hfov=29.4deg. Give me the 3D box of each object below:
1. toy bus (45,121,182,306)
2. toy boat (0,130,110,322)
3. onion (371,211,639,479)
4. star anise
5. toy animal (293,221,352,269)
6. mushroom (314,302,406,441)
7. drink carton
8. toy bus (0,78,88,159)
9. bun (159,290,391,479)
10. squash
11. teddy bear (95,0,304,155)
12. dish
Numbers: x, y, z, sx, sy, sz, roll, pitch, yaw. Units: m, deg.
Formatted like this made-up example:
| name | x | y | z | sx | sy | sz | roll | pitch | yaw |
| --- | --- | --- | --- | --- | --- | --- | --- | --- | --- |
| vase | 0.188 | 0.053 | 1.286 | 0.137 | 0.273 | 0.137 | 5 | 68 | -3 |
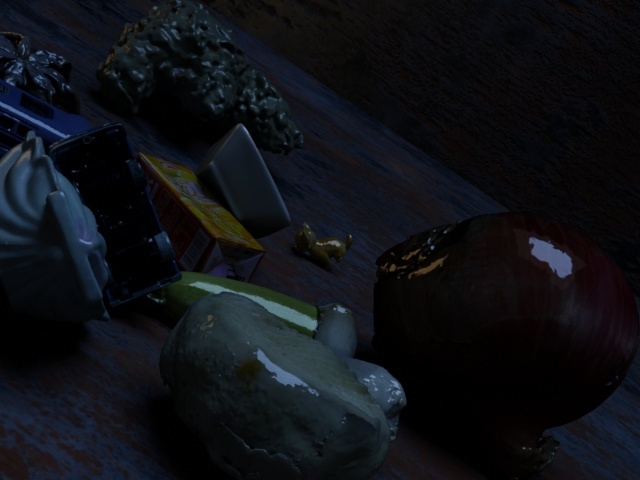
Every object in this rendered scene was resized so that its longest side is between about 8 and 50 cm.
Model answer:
| name | x | y | z | sx | sy | sz | roll | pitch | yaw |
| --- | --- | --- | --- | --- | --- | --- | --- | --- | --- |
| toy bus | -0.225 | -0.035 | 1.309 | 0.106 | 0.090 | 0.185 | -139 | -151 | -69 |
| toy boat | -0.270 | 0.001 | 1.165 | 0.199 | 0.100 | 0.290 | 68 | -16 | -10 |
| onion | 0.236 | 0.104 | 1.586 | 0.353 | 0.354 | 0.354 | 30 | 15 | -9 |
| star anise | -0.451 | -0.255 | 1.761 | 0.262 | 0.081 | 0.230 | 43 | 28 | 25 |
| toy animal | 0.000 | 0.000 | 1.887 | 0.083 | 0.081 | 0.060 | 48 | 11 | -23 |
| mushroom | 0.024 | 0.155 | 1.402 | 0.099 | 0.096 | 0.278 | 28 | 11 | -20 |
| drink carton | -0.173 | -0.026 | 1.614 | 0.096 | 0.071 | 0.223 | 16 | 21 | -46 |
| toy bus | -0.359 | -0.109 | 1.374 | 0.292 | 0.133 | 0.125 | 27 | 15 | -19 |
| bun | -0.047 | 0.159 | 1.153 | 0.239 | 0.141 | 0.239 | 33 | 9 | -6 |
| squash | -0.115 | 0.084 | 1.388 | 0.224 | 0.094 | 0.094 | 20 | 18 | -17 |
| teddy bear | -0.197 | -0.262 | 2.156 | 0.367 | 0.224 | 0.357 | 44 | 10 | -17 |
| dish | -0.127 | -0.065 | 1.713 | 0.154 | 0.064 | 0.234 | 63 | -18 | -2 |
